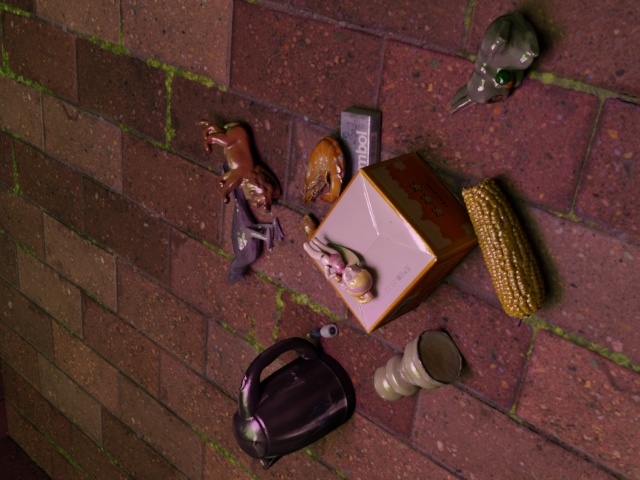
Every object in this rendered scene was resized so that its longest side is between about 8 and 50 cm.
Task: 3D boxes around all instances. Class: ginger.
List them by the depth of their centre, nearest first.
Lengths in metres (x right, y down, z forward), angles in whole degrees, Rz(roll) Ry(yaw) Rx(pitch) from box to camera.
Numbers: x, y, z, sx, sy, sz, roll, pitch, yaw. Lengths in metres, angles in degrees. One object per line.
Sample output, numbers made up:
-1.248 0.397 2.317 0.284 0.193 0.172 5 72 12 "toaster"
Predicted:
0.002 -0.003 1.888 0.165 0.067 0.096 52 155 15 "ginger"

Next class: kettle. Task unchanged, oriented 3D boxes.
-0.096 0.420 1.962 0.228 0.324 0.321 11 113 41 "kettle"

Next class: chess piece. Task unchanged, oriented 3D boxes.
0.214 0.316 1.779 0.133 0.133 0.243 59 139 9 "chess piece"

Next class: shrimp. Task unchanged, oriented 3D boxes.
0.008 -0.152 1.803 0.249 0.068 0.150 126 133 -61 "shrimp"

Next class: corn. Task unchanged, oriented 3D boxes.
0.384 0.021 1.520 0.101 0.101 0.311 -21 86 46 "corn"

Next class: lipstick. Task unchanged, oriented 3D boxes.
-0.002 0.252 2.017 0.116 0.037 0.037 -18 93 50 "lipstick"

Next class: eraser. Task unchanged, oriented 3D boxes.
0.094 -0.201 1.740 0.091 0.046 0.213 17 117 39 "eraser"

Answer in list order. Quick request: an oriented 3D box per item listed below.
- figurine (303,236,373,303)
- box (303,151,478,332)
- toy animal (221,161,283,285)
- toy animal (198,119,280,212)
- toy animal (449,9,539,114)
0.043 0.061 1.579 0.187 0.083 0.083 37 128 21 "figurine"
0.162 0.002 1.638 0.260 0.213 0.283 53 133 18 "box"
-0.198 -0.026 2.060 0.205 0.081 0.367 14 111 37 "toy animal"
-0.216 -0.211 1.989 0.097 0.157 0.313 86 165 -85 "toy animal"
0.340 -0.329 1.438 0.108 0.138 0.236 15 152 -4 "toy animal"
